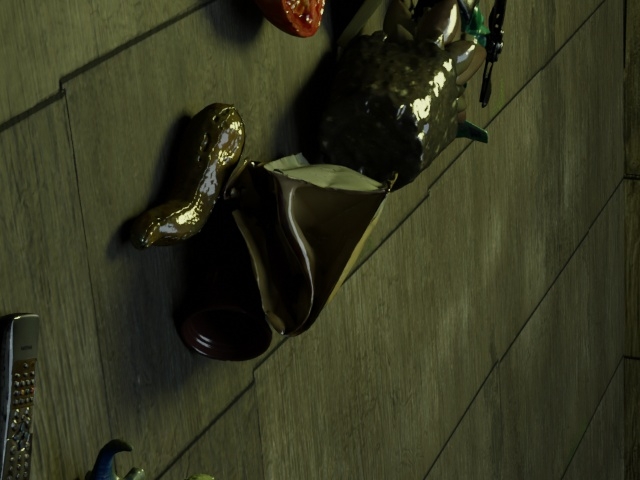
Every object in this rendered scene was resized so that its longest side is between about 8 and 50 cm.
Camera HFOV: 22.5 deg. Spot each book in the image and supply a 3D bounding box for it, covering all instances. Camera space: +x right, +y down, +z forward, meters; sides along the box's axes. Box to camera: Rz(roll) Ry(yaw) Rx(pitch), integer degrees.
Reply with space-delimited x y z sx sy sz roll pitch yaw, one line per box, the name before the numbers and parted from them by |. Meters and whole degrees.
book | 0.099 -0.385 2.246 0.160 0.024 0.228 -49 -169 48

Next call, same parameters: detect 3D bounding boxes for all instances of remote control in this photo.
remote control | -0.300 0.175 1.559 0.059 0.028 0.212 -1 97 -70

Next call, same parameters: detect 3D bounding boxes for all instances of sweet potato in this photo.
sweet potato | -0.149 -0.062 1.817 0.081 0.062 0.233 55 47 -35

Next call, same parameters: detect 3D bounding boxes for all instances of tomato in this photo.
tomato | -0.046 -0.337 1.954 0.174 0.082 0.166 17 84 -71

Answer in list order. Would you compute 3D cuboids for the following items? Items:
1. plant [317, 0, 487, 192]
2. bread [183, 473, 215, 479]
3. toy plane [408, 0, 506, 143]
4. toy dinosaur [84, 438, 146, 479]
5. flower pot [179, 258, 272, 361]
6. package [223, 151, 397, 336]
plant | 0.112 -0.214 2.218 0.320 0.182 0.194 -62 157 -52
bread | -0.170 0.342 1.740 0.207 0.056 0.286 -61 174 7
toy plane | 0.206 -0.290 2.477 0.381 0.155 0.106 95 15 -50
toy dinosaur | -0.240 0.323 1.653 0.247 0.075 0.188 104 7 -47
flower pot | -0.108 0.077 1.906 0.111 0.111 0.089 67 21 -49
package | -0.027 -0.020 1.962 0.221 0.165 0.311 -60 177 8
